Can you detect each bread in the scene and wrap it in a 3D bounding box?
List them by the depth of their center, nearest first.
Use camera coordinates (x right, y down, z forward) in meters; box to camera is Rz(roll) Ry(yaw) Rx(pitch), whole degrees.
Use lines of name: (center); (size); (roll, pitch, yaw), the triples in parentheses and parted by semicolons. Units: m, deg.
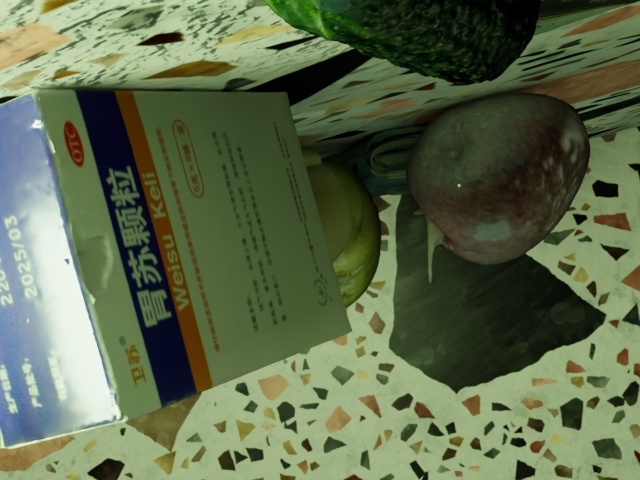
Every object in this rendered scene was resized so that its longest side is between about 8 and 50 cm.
bread: (-0.057, -0.027, 1.263); (0.134, 0.148, 0.141); (-25, 173, 33)

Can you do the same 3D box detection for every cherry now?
cherry: (0.203, -0.074, 1.340); (0.266, 0.183, 0.213); (-41, 160, -1)

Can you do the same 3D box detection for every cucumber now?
cucumber: (0.035, -0.106, 0.452); (0.075, 0.074, 0.241); (-15, 178, 21)

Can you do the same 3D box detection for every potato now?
potato: (0.000, 0.000, 1.428); (0.144, 0.169, 0.248); (-5, 153, -7)

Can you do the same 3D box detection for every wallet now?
wallet: (0.083, -0.097, 1.533); (0.176, 0.075, 0.250); (-10, 178, -26)

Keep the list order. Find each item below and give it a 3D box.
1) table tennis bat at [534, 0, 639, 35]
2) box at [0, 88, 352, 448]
table tennis bat: (0.175, -0.164, 0.743); (0.301, 0.022, 0.173); (-13, -179, 44)
box: (-0.108, 0.004, 0.785); (0.106, 0.200, 0.299); (-16, 178, 28)
